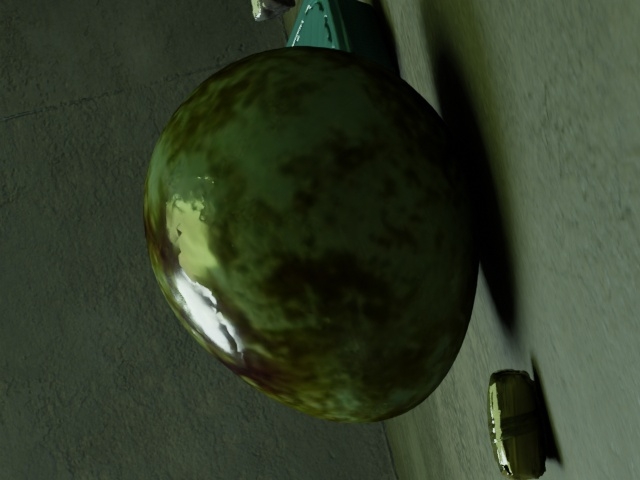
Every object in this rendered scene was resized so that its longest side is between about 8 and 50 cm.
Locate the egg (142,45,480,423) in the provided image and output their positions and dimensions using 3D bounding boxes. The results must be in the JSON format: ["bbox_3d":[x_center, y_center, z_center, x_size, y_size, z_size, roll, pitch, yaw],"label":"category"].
[{"bbox_3d":[0.000,0.000,1.058,0.238,0.238,0.289,-108,-5,-65],"label":"egg"}]

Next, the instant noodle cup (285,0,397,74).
[{"bbox_3d":[0.013,-0.148,1.390,0.179,0.070,0.157,114,151,-44],"label":"instant noodle cup"}]

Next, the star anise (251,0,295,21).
[{"bbox_3d":[-0.031,-0.333,1.542,0.257,0.111,0.198,131,140,-79],"label":"star anise"}]

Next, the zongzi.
[{"bbox_3d":[0.139,0.124,1.011,0.083,0.040,0.076,-1,-96,-74],"label":"zongzi"}]
